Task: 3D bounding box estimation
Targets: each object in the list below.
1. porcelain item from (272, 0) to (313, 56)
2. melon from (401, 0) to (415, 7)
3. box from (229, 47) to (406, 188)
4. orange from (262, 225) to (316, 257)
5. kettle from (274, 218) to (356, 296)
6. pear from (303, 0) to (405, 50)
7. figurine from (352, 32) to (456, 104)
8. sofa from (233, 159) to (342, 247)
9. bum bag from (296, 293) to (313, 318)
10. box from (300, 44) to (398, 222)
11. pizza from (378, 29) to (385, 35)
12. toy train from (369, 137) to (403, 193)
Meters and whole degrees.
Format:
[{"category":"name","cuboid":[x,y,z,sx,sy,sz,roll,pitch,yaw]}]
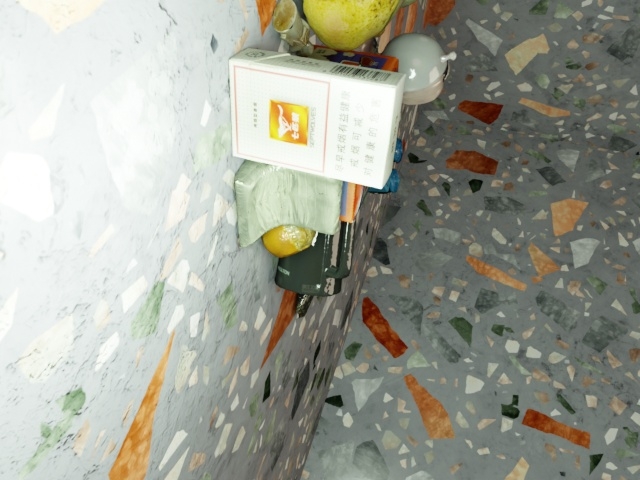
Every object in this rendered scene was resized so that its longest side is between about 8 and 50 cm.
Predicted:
[{"category":"porcelain item","cuboid":[-0.055,-0.479,1.242,0.213,0.054,0.084,8,98,-78]},{"category":"melon","cuboid":[0.228,-0.849,1.602,0.271,0.272,0.308,87,-11,-52]},{"category":"box","cuboid":[-0.014,-0.244,1.052,0.095,0.330,0.210,-59,158,-52]},{"category":"orange","cuboid":[-0.085,-0.026,1.406,0.156,0.134,0.156,-34,-175,4]},{"category":"kettle","cuboid":[-0.015,-0.002,1.557,0.262,0.203,0.308,-105,-156,-78]},{"category":"pear","cuboid":[0.064,-0.577,1.219,0.271,0.271,0.271,14,90,-77]},{"category":"figurine","cuboid":[0.239,-0.569,1.729,0.211,0.361,0.253,94,16,-77]},{"category":"sofa","cuboid":[-0.068,-0.090,1.225,0.176,0.225,0.210,-67,167,-47]},{"category":"bum bag","cuboid":[-0.040,0.170,1.941,0.102,0.069,0.248,-119,-136,-87]},{"category":"box","cuboid":[0.036,-0.283,1.383,0.348,0.257,0.318,-61,162,-47]},{"category":"pizza","cuboid":[0.234,-0.872,2.009,0.188,0.062,0.198,-52,152,-65]},{"category":"toy train","cuboid":[0.233,-0.348,2.218,0.265,0.188,0.300,34,63,-64]}]
